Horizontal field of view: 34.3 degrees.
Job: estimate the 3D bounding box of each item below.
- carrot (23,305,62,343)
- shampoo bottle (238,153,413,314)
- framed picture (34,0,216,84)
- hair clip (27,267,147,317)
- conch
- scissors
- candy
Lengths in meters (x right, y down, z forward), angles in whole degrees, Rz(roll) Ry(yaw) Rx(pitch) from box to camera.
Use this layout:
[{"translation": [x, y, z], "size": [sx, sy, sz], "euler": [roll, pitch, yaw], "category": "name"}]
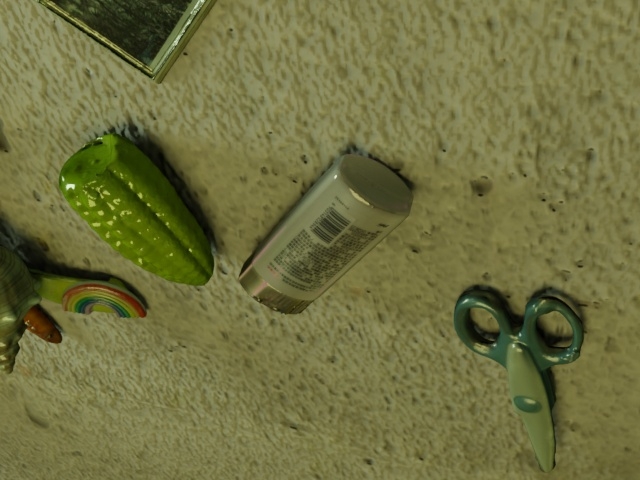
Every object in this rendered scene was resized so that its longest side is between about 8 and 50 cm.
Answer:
[{"translation": [-0.425, 0.061, 1.316], "size": [0.061, 0.061, 0.256], "euler": [-23, 126, 41], "category": "carrot"}, {"translation": [0.000, 0.000, 1.047], "size": [0.086, 0.056, 0.227], "euler": [30, 140, -12], "category": "shampoo bottle"}, {"translation": [-0.166, -0.226, 0.906], "size": [0.142, 0.011, 0.183], "euler": [34, 139, -13], "category": "framed picture"}, {"translation": [-0.307, 0.059, 1.275], "size": [0.188, 0.033, 0.060], "euler": [12, 137, 12], "category": "hair clip"}, {"translation": [-0.417, 0.051, 1.230], "size": [0.234, 0.137, 0.114], "euler": [56, 161, -9], "category": "conch"}, {"translation": [0.229, 0.160, 1.132], "size": [0.138, 0.041, 0.289], "euler": [2, 132, 25], "category": "scissors"}, {"translation": [-0.181, -0.021, 1.086], "size": [0.097, 0.097, 0.209], "euler": [-11, 136, 34], "category": "candy"}]
